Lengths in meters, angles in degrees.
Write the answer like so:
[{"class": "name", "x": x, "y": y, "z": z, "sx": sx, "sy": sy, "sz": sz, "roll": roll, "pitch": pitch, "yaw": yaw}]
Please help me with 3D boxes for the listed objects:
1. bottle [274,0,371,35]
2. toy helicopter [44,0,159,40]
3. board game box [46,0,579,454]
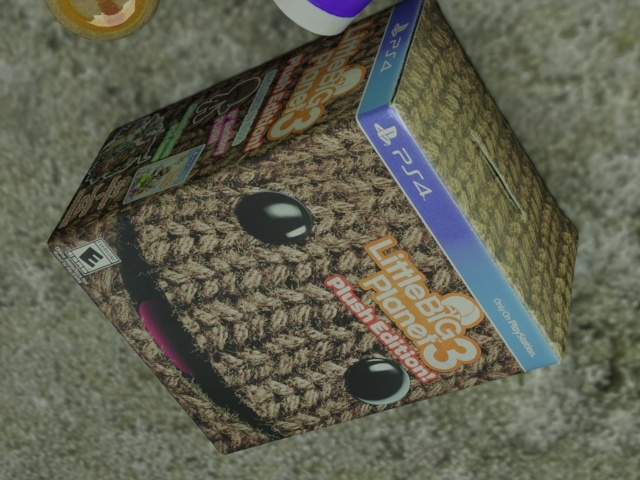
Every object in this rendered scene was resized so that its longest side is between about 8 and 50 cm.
[{"class": "bottle", "x": 0.070, "y": -0.232, "z": 0.794, "sx": 0.092, "sy": 0.118, "sz": 0.283, "roll": 35, "pitch": 130, "yaw": -14}, {"class": "toy helicopter", "x": -0.252, "y": -0.247, "z": 0.882, "sx": 0.355, "sy": 0.140, "sz": 0.235, "roll": 26, "pitch": 116, "yaw": -24}, {"class": "board game box", "x": 0.000, "y": 0.000, "z": 0.989, "sx": 0.291, "sy": 0.141, "sz": 0.232, "roll": -20, "pitch": 121, "yaw": 29}]
